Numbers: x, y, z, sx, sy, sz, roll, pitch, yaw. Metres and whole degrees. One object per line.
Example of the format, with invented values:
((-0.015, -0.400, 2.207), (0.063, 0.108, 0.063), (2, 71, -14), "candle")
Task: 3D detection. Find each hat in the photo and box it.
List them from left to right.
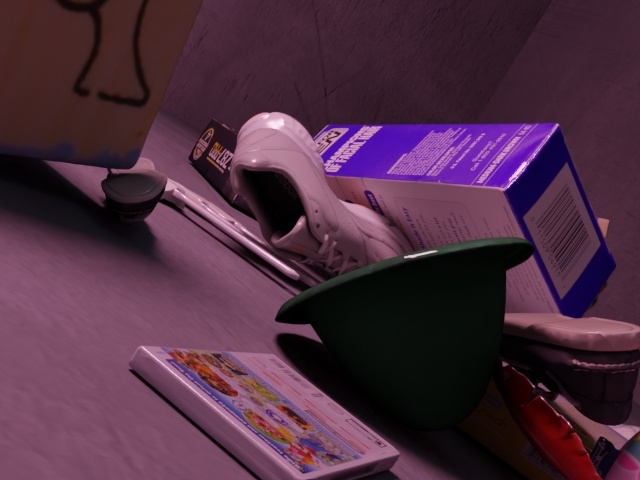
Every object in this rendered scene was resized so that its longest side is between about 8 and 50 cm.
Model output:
((0.076, 0.107, 0.509), (0.208, 0.173, 0.183), (67, 8, -78), "hat")

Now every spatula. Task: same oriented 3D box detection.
((-0.089, -0.009, 0.834), (0.242, 0.019, 0.168), (35, 0, 27), "spatula")

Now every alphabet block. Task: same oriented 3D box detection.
((-0.204, -0.179, 0.533), (0.193, 0.197, 0.192), (33, 15, 27), "alphabet block")

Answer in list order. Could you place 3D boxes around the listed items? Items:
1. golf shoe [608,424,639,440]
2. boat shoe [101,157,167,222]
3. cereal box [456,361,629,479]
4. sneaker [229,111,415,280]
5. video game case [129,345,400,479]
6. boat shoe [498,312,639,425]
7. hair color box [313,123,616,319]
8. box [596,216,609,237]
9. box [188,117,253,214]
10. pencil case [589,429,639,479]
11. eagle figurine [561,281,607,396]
((0.308, 0.207, 0.846), (0.086, 0.069, 0.176), (27, 0, 31), "golf shoe")
((-0.136, -0.032, 0.599), (0.046, 0.038, 0.125), (-5, 17, -19), "boat shoe")
((0.162, 0.139, 0.682), (0.173, 0.047, 0.240), (34, 4, 29), "cereal box")
((0.000, 0.000, 0.823), (0.262, 0.099, 0.121), (45, 28, -14), "sneaker")
((-0.019, 0.076, 0.366), (0.087, 0.011, 0.122), (34, 5, 24), "video game case")
((0.156, 0.086, 0.596), (0.075, 0.064, 0.206), (-3, -1, -14), "boat shoe")
((0.125, -0.027, 0.903), (0.339, 0.110, 0.185), (8, -42, 49), "hair color box")
((0.246, -0.008, 1.085), (0.225, 0.036, 0.136), (17, -29, 13), "box")
((0.002, -0.044, 1.335), (0.395, 0.097, 0.318), (30, 3, -26), "box")
((0.277, 0.188, 0.434), (0.124, 0.124, 0.284), (29, 5, -31), "pencil case")
((0.280, 0.126, 1.060), (0.298, 0.225, 0.226), (71, 16, -48), "eagle figurine")
